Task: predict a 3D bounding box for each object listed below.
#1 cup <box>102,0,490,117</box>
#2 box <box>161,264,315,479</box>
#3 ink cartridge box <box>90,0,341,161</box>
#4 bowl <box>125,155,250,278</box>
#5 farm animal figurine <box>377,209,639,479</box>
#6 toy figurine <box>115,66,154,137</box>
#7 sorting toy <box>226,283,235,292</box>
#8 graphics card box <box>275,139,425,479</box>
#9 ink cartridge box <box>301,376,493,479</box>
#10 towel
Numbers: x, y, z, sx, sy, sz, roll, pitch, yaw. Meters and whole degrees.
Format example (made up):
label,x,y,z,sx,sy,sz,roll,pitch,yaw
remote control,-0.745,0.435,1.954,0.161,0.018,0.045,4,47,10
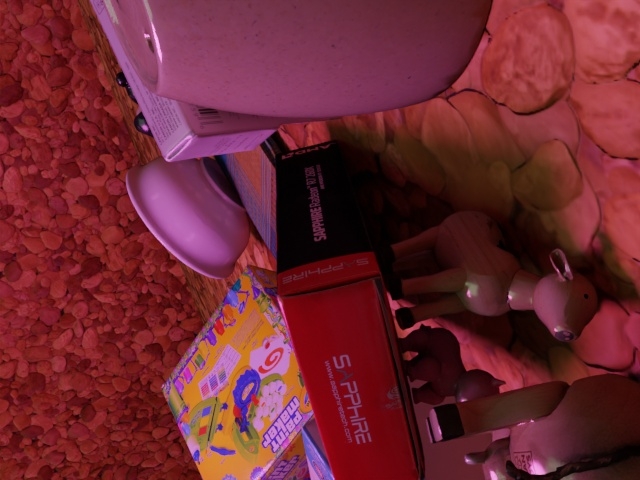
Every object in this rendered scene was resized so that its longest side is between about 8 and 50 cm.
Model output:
label,x,y,z,sx,sy,sz,roll,pitch,yaw
cup,-0.058,-0.240,0.509,0.331,0.237,0.331,53,157,34
box,-0.076,0.248,1.003,0.177,0.290,0.279,19,-157,-46
ink cartridge box,-0.122,-0.233,0.688,0.060,0.239,0.275,-31,82,39
bowl,-0.238,-0.076,1.248,0.298,0.134,0.298,47,-166,-16
farm animal figurine,0.165,0.130,0.456,0.327,0.172,0.330,28,-132,-86
toy figurine,-0.169,-0.249,0.829,0.209,0.213,0.148,123,133,-62
sorting toy,-0.102,0.236,1.416,0.257,0.089,0.255,28,139,61
graphics card box,0.019,0.053,0.675,0.371,0.094,0.232,-97,-7,-63
ink cartridge box,0.115,0.340,0.803,0.198,0.197,0.270,48,154,40
towel,-0.135,-0.151,1.110,0.370,0.040,0.271,57,159,25
